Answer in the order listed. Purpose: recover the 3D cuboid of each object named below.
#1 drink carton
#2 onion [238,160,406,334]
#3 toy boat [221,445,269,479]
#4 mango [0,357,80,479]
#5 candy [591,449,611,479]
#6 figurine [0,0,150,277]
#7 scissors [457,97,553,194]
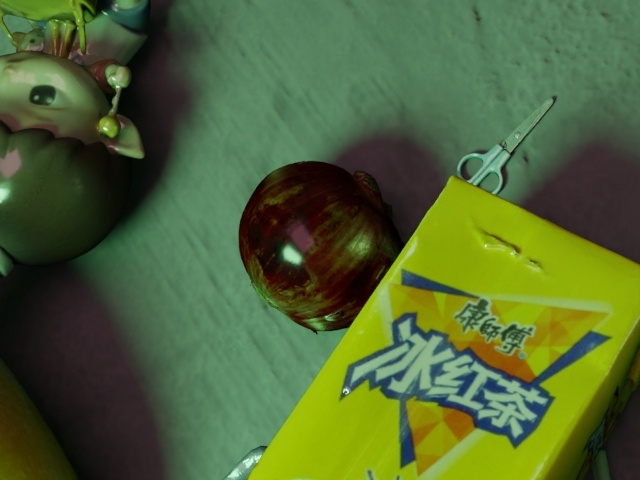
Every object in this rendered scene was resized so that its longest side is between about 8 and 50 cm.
[{"bbox_3d":[0.055,0.146,0.915,0.154,0.111,0.351,27,66,20],"label":"drink carton"},{"bbox_3d":[0.000,0.000,1.045,0.117,0.118,0.118,37,91,30],"label":"onion"},{"bbox_3d":[0.029,0.255,0.977,0.127,0.078,0.283,-45,65,5],"label":"toy boat"},{"bbox_3d":[-0.285,0.156,1.067,0.384,0.199,0.221,46,128,8],"label":"mango"},{"bbox_3d":[0.186,0.262,0.924,0.084,0.078,0.288,-23,60,28],"label":"candy"},{"bbox_3d":[-0.207,-0.083,1.120,0.161,0.158,0.276,1,76,32],"label":"figurine"},{"bbox_3d":[0.128,-0.065,1.063,0.083,0.006,0.036,-46,66,5],"label":"scissors"}]
